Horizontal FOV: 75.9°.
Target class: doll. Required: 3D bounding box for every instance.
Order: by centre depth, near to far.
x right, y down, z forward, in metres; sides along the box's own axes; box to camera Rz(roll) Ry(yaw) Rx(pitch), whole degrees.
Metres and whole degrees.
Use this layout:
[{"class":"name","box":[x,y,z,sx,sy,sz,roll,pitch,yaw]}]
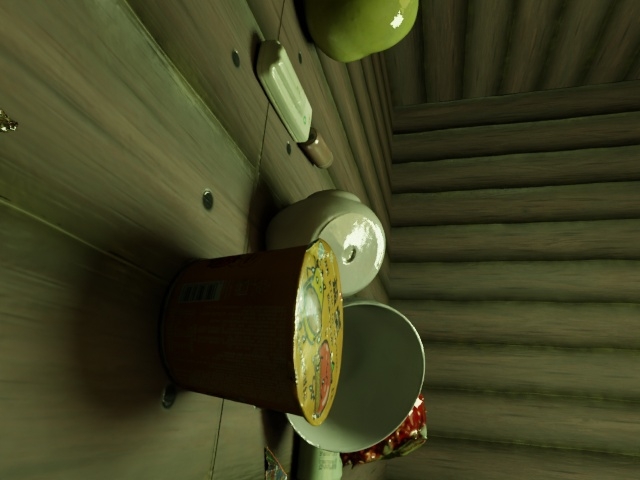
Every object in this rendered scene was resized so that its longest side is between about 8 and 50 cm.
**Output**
[{"class":"doll","box":[0.000,0.000,0.800,0.251,0.221,0.220,6,82,-39]}]

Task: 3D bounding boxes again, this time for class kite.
[{"class":"kite","box":[-0.086,0.454,0.728,0.159,0.010,0.189,10,78,-73]}]

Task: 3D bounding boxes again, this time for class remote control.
[{"class":"remote control","box":[-0.060,-0.289,0.812,0.230,0.049,0.090,50,43,-67]}]

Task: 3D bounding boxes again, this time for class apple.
[{"class":"apple","box":[0.097,-0.575,0.975,0.254,0.292,0.292,57,28,-19]}]

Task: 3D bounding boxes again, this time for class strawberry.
[{"class":"strawberry","box":[0.125,0.395,1.077,0.292,0.292,0.343,59,19,-60]}]

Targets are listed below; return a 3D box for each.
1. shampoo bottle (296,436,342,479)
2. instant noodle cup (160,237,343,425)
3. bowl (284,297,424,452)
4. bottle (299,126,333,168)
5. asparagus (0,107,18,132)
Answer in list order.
[{"class":"shampoo bottle","box":[0.001,0.444,0.886,0.118,0.087,0.234,28,60,-51]},{"class":"instant noodle cup","box":[-0.074,0.105,0.505,0.216,0.173,0.215,-1,90,-75]},{"class":"bowl","box":[0.044,0.244,0.808,0.144,0.287,0.286,-166,-109,-69]},{"class":"bottle","box":[-0.009,-0.218,0.979,0.140,0.053,0.053,37,53,-69]},{"class":"asparagus","box":[-0.252,-0.095,0.173,0.025,0.024,0.248,-49,165,7]}]
